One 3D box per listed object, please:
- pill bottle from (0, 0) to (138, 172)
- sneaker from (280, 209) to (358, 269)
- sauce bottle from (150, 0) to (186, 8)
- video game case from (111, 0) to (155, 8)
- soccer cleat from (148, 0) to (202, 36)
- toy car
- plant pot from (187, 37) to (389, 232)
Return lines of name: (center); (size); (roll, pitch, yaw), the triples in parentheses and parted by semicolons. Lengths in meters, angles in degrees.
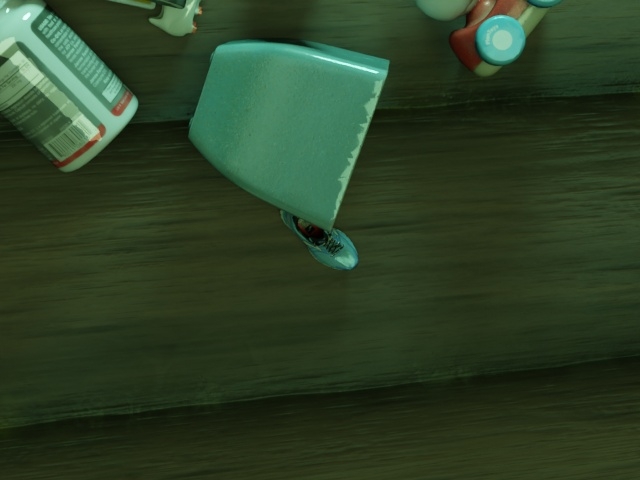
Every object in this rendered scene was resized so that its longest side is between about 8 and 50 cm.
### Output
pill bottle: (-0.416, -0.249, 1.690); (0.161, 0.161, 0.283); (-42, 112, 3)
sneaker: (0.000, 0.000, 1.918); (0.162, 0.073, 0.063); (40, 95, -21)
sauce bottle: (-0.189, -0.506, 1.658); (0.111, 0.111, 0.344); (14, 94, -17)
video game case: (-0.319, -0.451, 1.655); (0.227, 0.026, 0.206); (4, 100, -41)
soccer cleat: (-0.199, -0.402, 1.743); (0.076, 0.068, 0.196); (16, 107, -15)
toy car: (0.232, -0.394, 1.786); (0.238, 0.219, 0.210); (38, 97, -3)
plant pot: (-0.055, -0.188, 1.759); (0.252, 0.247, 0.247); (19, 103, -1)
